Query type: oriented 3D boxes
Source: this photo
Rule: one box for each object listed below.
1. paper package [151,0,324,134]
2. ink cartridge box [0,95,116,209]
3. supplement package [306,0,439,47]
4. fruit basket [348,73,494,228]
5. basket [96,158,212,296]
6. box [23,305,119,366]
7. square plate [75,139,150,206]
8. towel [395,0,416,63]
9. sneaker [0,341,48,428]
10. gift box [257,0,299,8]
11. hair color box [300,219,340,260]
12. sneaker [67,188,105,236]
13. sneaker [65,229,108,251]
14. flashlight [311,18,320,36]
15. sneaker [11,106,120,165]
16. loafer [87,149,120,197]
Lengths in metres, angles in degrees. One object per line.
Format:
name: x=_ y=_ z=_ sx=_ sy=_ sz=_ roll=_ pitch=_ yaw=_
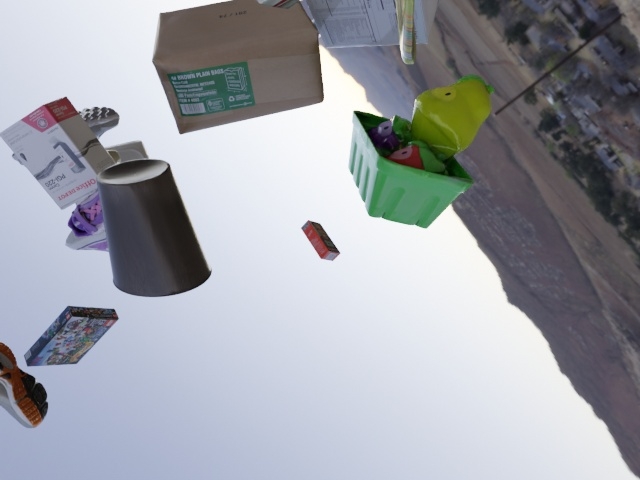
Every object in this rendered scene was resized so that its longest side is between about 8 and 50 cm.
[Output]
paper package: x=-0.175 y=-0.403 z=0.983 sx=0.309 sy=0.325 sz=0.168 roll=-107 pitch=6 yaw=-46
ink cartridge box: x=-0.615 y=-0.205 z=1.078 sx=0.217 sy=0.159 sz=0.092 roll=59 pitch=-160 yaw=-24
supplement package: x=0.126 y=-0.596 z=1.039 sx=0.198 sy=0.263 sz=0.199 roll=51 pitch=-128 yaw=-58
fruit basket: x=0.247 y=-0.260 z=1.135 sx=0.283 sy=0.391 sz=0.392 roll=11 pitch=-148 yaw=-16
basket: x=-0.325 y=-0.028 z=0.856 sx=0.154 sy=0.205 sz=0.226 roll=-68 pitch=-21 yaw=-57
box: x=-0.758 y=0.294 z=1.373 sx=0.044 sy=0.233 sz=0.159 roll=53 pitch=-165 yaw=27
square plate: x=-0.788 y=-0.218 z=1.756 sx=0.347 sy=0.049 sz=0.343 roll=-24 pitch=-89 yaw=-42
towel: x=0.077 y=-0.255 z=0.380 sx=0.237 sy=0.021 sz=0.102 roll=39 pitch=-135 yaw=-78
sneaker: x=-0.849 y=0.401 z=1.206 sx=0.262 sy=0.121 sz=0.099 roll=56 pitch=-170 yaw=-1
gift box: x=-0.012 y=-0.515 z=0.642 sx=0.255 sy=0.258 sz=0.276 roll=59 pitch=-159 yaw=-24
hair color box: x=0.000 y=0.000 z=1.480 sx=0.072 sy=0.043 sz=0.141 roll=12 pitch=-143 yaw=-54
sneaker: x=-0.476 y=-0.064 z=0.971 sx=0.104 sy=0.237 sz=0.095 roll=-39 pitch=-79 yaw=-46
sneaker: x=-0.575 y=0.010 z=1.235 sx=0.161 sy=0.282 sz=0.102 roll=45 pitch=-126 yaw=-42
flashlight: x=-0.006 y=-0.699 z=1.514 sx=0.304 sy=0.103 sz=0.103 roll=5 pitch=121 yaw=55
sneaker: x=-0.646 y=-0.256 z=1.182 sx=0.115 sy=0.282 sz=0.105 roll=63 pitch=-178 yaw=-41
loafer: x=-0.709 y=-0.204 z=1.466 sx=0.101 sy=0.269 sz=0.092 roll=52 pitch=-131 yaw=-4
